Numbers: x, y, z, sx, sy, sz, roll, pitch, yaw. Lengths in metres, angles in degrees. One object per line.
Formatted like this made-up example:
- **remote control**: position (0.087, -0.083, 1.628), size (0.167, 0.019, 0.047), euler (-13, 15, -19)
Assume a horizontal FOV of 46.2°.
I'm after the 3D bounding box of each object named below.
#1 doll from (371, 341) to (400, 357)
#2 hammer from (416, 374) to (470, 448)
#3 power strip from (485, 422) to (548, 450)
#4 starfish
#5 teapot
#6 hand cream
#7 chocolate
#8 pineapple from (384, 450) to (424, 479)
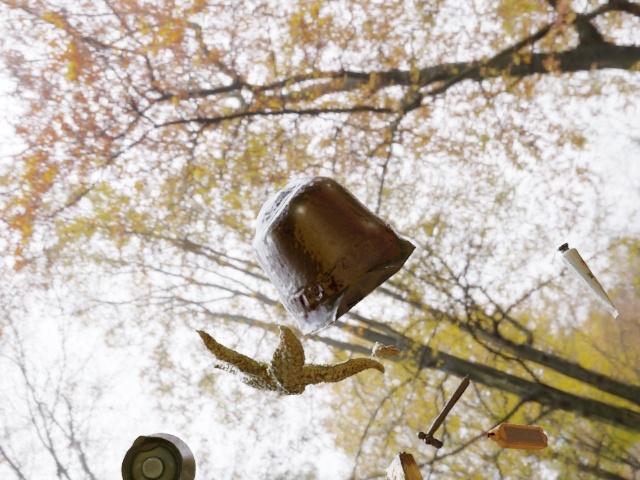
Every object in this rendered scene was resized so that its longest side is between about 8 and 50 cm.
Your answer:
- **doll**: position (0.208, 0.358, 2.391), size (0.061, 0.093, 0.051), euler (-51, 21, 33)
- **hammer**: position (0.280, 0.371, 1.640), size (0.065, 0.021, 0.178), euler (35, -94, -16)
- **power strip**: position (0.420, 0.422, 1.610), size (0.178, 0.028, 0.049), euler (14, -132, -33)
- **starfish**: position (-0.093, 0.233, 1.365), size (0.358, 0.347, 0.078), euler (20, -114, -33)
- **teapot**: position (-0.364, 0.529, 1.678), size (0.225, 0.171, 0.203), euler (112, 144, -71)
- **hand cream**: position (0.713, 0.106, 1.990), size (0.050, 0.234, 0.080), euler (-34, -22, 5)
- **chocolate**: position (0.000, 0.000, 1.933), size (0.384, 0.384, 0.331), euler (-41, -82, -37)
- **pineapple**: position (0.223, 0.631, 2.043), size (0.069, 0.137, 0.116), euler (2, -87, -32)
